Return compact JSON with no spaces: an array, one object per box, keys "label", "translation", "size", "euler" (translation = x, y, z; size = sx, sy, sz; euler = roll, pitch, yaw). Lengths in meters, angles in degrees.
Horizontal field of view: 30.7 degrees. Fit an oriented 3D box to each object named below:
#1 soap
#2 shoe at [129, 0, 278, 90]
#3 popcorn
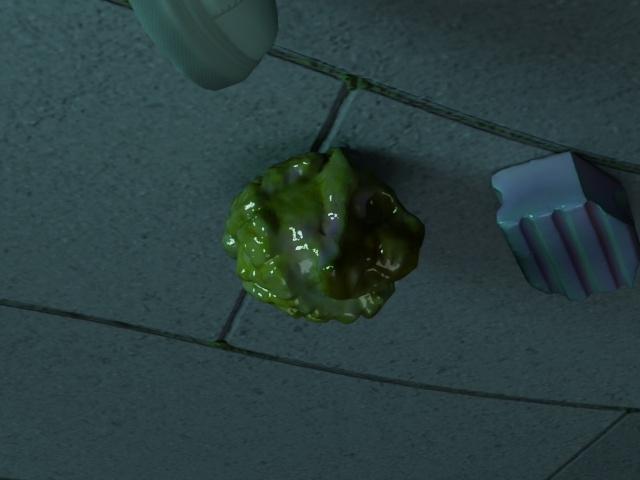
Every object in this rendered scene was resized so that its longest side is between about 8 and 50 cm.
[{"label":"soap","translation":[0.209,-0.008,0.964],"size":[0.100,0.056,0.149],"euler":[-15,145,18]},{"label":"shoe","translation":[-0.052,-0.228,0.548],"size":[0.160,0.132,0.363],"euler":[-16,141,7]},{"label":"popcorn","translation":[0.000,0.000,0.894],"size":[0.145,0.126,0.126],"euler":[30,147,-15]}]
